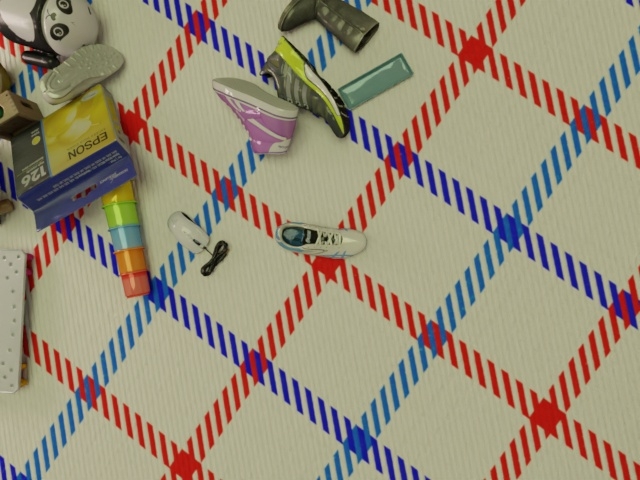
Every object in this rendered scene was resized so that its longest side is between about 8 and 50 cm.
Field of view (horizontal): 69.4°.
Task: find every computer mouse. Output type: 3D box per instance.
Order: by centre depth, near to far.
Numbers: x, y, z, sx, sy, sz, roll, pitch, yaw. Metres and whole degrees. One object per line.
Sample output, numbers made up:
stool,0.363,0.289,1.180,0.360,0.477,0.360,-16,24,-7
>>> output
computer mouse,-0.340,-0.003,1.234,0.193,0.042,0.106,41,93,6

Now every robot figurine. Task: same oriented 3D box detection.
robot figurine,-0.739,-0.593,1.227,0.279,0.209,0.173,18,55,6

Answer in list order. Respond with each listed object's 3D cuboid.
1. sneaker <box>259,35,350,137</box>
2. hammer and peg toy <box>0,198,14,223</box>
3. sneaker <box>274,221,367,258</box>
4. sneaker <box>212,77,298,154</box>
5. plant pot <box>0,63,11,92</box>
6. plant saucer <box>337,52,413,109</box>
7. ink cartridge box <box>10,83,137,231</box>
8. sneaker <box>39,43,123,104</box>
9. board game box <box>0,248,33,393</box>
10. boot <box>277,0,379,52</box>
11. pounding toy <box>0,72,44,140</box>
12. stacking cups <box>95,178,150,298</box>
sneaker,-0.037,-0.375,1.198,0.121,0.111,0.299,-40,83,20
hammer and peg toy,-0.959,-0.225,1.212,0.128,0.266,0.361,-24,85,-18
sneaker,0.000,0.000,1.179,0.238,0.086,0.085,4,87,5
sneaker,-0.188,-0.315,1.203,0.282,0.102,0.160,36,129,27
plant pot,-0.924,-0.449,1.282,0.135,0.095,0.134,0,88,6
plant saucer,0.144,-0.414,1.212,0.192,0.018,0.067,-28,85,3
ink cartridge box,-0.657,-0.222,1.210,0.304,0.072,0.307,-29,60,3
sneaker,-0.644,-0.448,1.252,0.235,0.095,0.090,-39,97,-23
board game box,-0.999,0.215,1.291,0.391,0.050,0.389,1,88,6
boot,0.019,-0.562,1.210,0.208,0.076,0.189,45,95,-1
pounding toy,-0.843,-0.353,1.248,0.130,0.141,0.100,-29,85,4
stacking cups,-0.510,-0.006,1.229,0.096,0.096,0.315,-15,88,5
